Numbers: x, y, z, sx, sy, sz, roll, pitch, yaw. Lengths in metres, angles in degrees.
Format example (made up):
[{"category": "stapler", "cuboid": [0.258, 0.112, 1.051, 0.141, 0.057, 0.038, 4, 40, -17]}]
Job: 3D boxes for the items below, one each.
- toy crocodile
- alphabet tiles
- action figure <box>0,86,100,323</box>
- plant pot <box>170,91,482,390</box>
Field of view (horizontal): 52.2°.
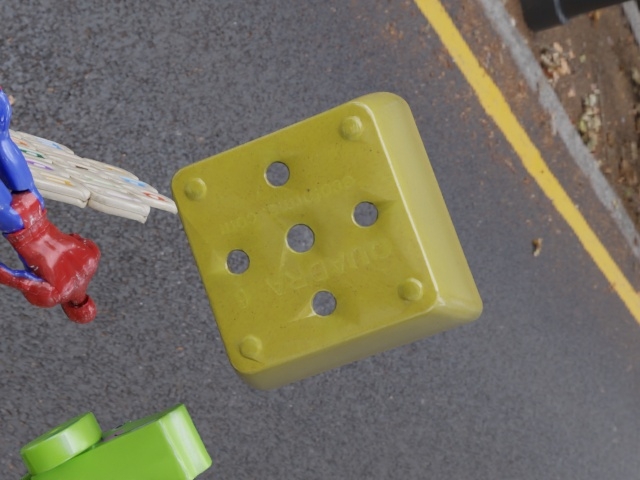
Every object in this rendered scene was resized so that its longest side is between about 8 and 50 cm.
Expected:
[{"category": "toy crocodile", "cuboid": [-0.255, 0.242, 0.587, 0.115, 0.340, 0.105, 60, 6, -2]}, {"category": "alphabet tiles", "cuboid": [-0.315, -0.086, 0.749, 0.278, 0.284, 0.021, 15, 100, -45]}, {"category": "action figure", "cuboid": [-0.289, -0.036, 0.563, 0.091, 0.139, 0.280, -55, 135, -43]}, {"category": "plant pot", "cuboid": [0.000, 0.000, 0.507, 0.187, 0.212, 0.212, 15, 55, -81]}]
